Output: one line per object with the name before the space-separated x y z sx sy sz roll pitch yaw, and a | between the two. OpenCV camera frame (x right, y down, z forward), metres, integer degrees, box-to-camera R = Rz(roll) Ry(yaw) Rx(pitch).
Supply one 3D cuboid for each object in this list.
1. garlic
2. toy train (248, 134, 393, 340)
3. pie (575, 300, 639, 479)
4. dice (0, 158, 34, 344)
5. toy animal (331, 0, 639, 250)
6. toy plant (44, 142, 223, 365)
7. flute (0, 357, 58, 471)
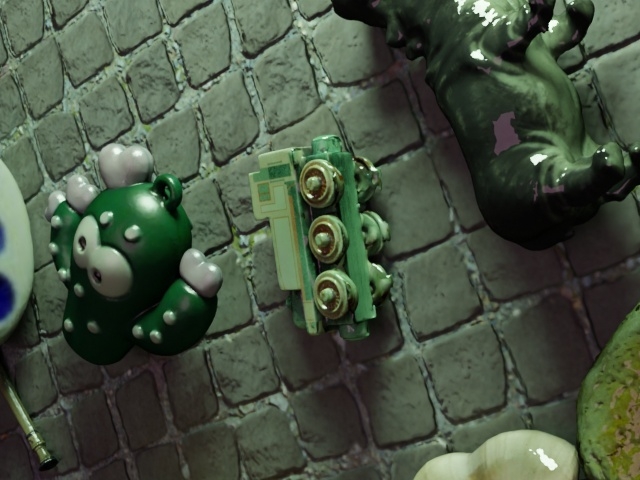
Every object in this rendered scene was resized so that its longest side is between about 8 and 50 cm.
garlic | 0.147 0.227 0.884 0.174 0.099 0.124 -16 69 35
toy train | 0.000 0.000 0.988 0.125 0.081 0.194 -7 91 46
pie | 0.350 0.143 0.752 0.323 0.070 0.323 0 89 33
dice | -0.541 0.027 1.203 0.304 0.304 0.277 -13 83 23
toy animal | 0.139 -0.155 0.864 0.168 0.106 0.343 -49 59 34
toy plant | -0.207 0.021 1.111 0.243 0.112 0.232 -29 81 39
flute | -0.394 0.188 1.305 0.027 0.027 0.233 -48 67 27
